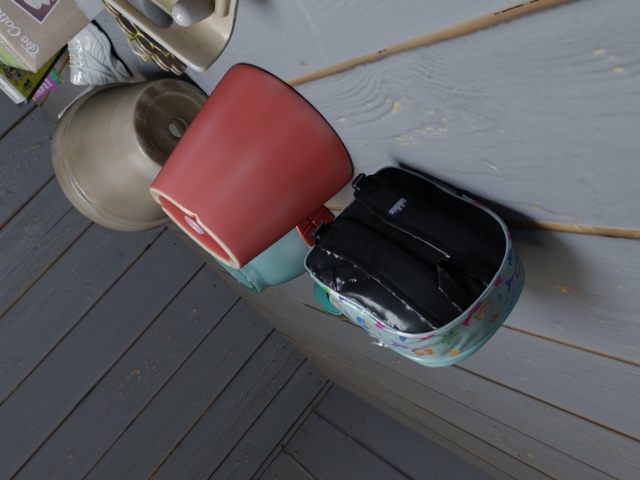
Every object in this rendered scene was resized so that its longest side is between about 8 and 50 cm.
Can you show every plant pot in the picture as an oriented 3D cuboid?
[{"bbox_3d":[-0.127,-0.105,1.072,0.275,0.243,0.275,38,166,11],"label":"plant pot"},{"bbox_3d":[-0.346,-0.197,1.331,0.323,0.323,0.280,46,148,-21],"label":"plant pot"},{"bbox_3d":[-0.146,-0.003,1.521,0.293,0.196,0.293,38,166,11],"label":"plant pot"}]

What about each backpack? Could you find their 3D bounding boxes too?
[{"bbox_3d":[0.135,0.043,0.873,0.253,0.225,0.191,29,163,45],"label":"backpack"}]

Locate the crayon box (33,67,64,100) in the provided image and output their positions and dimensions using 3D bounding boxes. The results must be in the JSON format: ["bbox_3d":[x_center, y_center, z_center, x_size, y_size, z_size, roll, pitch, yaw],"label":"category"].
[{"bbox_3d":[-0.837,-0.577,1.641,0.313,0.106,0.363,47,171,27],"label":"crayon box"}]

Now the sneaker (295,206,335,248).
[{"bbox_3d":[0.000,0.000,1.381,0.221,0.087,0.128,47,163,-18],"label":"sneaker"}]

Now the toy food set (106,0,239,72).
[{"bbox_3d":[-0.190,-0.348,0.696,0.220,0.092,0.306,38,149,7],"label":"toy food set"}]

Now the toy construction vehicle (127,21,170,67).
[{"bbox_3d":[-0.322,-0.362,1.221,0.098,0.035,0.086,42,166,-5],"label":"toy construction vehicle"}]

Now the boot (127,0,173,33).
[{"bbox_3d":[-0.218,-0.361,0.913,0.208,0.076,0.189,15,154,46],"label":"boot"}]

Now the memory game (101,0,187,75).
[{"bbox_3d":[-0.284,-0.341,1.052,0.186,0.012,0.186,48,-165,-17],"label":"memory game"}]

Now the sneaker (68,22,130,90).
[{"bbox_3d":[-0.514,-0.400,1.438,0.090,0.115,0.232,32,163,31],"label":"sneaker"}]

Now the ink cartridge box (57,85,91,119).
[{"bbox_3d":[-0.572,-0.298,1.785,0.171,0.168,0.232,41,165,2],"label":"ink cartridge box"}]

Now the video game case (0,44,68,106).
[{"bbox_3d":[-0.658,-0.461,1.374,0.035,0.275,0.248,-13,135,27],"label":"video game case"}]

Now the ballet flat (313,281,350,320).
[{"bbox_3d":[0.108,0.148,1.549,0.124,0.116,0.342,26,170,-28],"label":"ballet flat"}]

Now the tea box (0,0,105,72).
[{"bbox_3d":[-0.570,-0.489,1.104,0.323,0.220,0.329,26,160,48],"label":"tea box"}]
